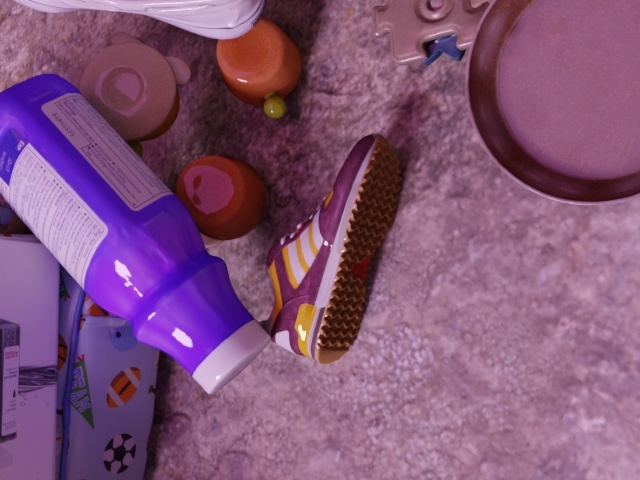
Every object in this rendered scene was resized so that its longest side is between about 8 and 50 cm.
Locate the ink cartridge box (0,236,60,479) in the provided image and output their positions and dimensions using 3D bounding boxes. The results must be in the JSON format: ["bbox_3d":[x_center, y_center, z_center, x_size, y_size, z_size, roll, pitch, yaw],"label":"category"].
[{"bbox_3d":[-0.324,0.139,0.737,0.197,0.114,0.272,-11,75,40],"label":"ink cartridge box"}]

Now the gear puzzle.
[{"bbox_3d":[0.117,-0.301,0.663,0.176,0.044,0.338,-10,77,28],"label":"gear puzzle"}]

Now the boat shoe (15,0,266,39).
[{"bbox_3d":[-0.172,-0.229,0.693,0.258,0.084,0.095,10,87,8],"label":"boat shoe"}]

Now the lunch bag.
[{"bbox_3d":[-0.269,0.134,0.840,0.243,0.115,0.303,5,86,40],"label":"lunch bag"}]

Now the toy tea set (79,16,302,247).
[{"bbox_3d":[-0.099,-0.164,0.784,0.200,0.124,0.335,14,87,9],"label":"toy tea set"}]

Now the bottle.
[{"bbox_3d":[-0.157,-0.002,0.694,0.283,0.092,0.118,46,143,9],"label":"bottle"}]

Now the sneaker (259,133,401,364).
[{"bbox_3d":[0.000,0.000,0.683,0.084,0.070,0.185,19,93,33],"label":"sneaker"}]

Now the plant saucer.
[{"bbox_3d":[0.180,-0.108,0.567,0.169,0.029,0.168,4,100,26],"label":"plant saucer"}]

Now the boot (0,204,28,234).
[{"bbox_3d":[-0.411,0.007,1.009,0.219,0.082,0.106,11,67,43],"label":"boot"}]
